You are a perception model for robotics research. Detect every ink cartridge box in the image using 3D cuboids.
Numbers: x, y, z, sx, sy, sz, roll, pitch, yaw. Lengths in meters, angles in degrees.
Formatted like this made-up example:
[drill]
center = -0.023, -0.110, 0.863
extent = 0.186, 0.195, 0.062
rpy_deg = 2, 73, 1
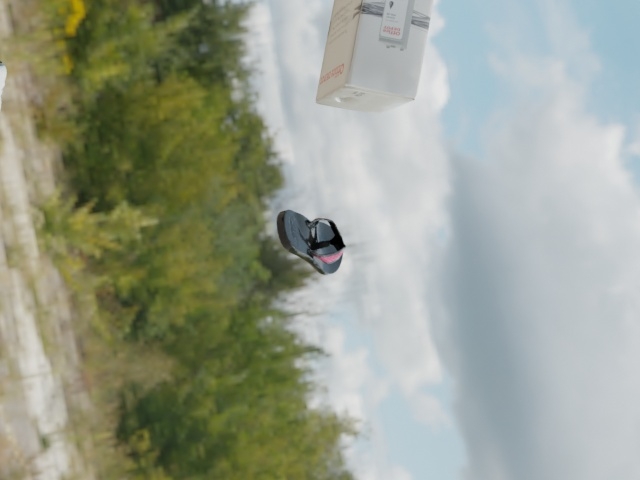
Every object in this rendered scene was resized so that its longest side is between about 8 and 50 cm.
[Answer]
[ink cartridge box]
center = 0.090, -0.347, 1.946
extent = 0.207, 0.117, 0.283
rpy_deg = 176, -76, -77

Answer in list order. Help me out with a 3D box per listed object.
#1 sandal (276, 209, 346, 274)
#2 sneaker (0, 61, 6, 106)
[sandal]
center = 0.000, 0.000, 1.518
extent = 0.179, 0.040, 0.067
rpy_deg = 24, 53, -67
[sneaker]
center = -0.542, -0.175, 1.572
extent = 0.110, 0.292, 0.118
rpy_deg = -130, -137, -69
